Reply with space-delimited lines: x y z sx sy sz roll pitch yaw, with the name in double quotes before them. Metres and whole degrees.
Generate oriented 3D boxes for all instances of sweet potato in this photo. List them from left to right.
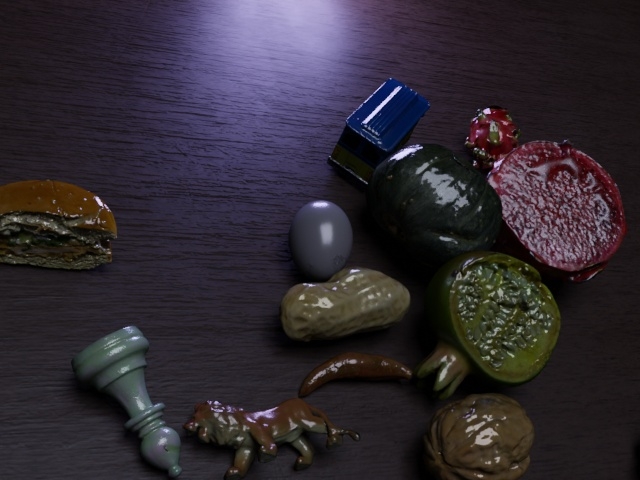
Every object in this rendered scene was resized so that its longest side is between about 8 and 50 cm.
"sweet potato" 0.069 0.271 1.572 0.255 0.058 0.078 -3 75 -22

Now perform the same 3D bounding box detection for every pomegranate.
"pomegranate" 0.336 0.195 1.660 0.358 0.216 0.310 -43 100 -9

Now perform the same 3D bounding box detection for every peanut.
"peanut" 0.049 0.137 1.609 0.313 0.152 0.152 -10 58 -28

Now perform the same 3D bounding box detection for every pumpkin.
"pumpkin" 0.275 -0.078 1.810 0.257 0.291 0.328 -37 84 -11

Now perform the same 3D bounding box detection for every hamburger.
"hamburger" -0.546 -0.046 1.488 0.282 0.144 0.157 6 50 -18

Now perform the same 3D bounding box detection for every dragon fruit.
"dragon fruit" 0.492 -0.290 2.168 0.166 0.160 0.172 35 41 -28
"dragon fruit" 0.573 -0.058 1.955 0.386 0.249 0.371 19 63 -4

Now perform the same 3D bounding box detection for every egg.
"egg" 0.000 0.000 1.699 0.146 0.146 0.199 15 55 -13

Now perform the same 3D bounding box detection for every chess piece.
"chess piece" -0.320 0.298 1.338 0.139 0.139 0.272 -26 78 -38

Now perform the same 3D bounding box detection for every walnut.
"walnut" 0.314 0.398 1.487 0.244 0.198 0.198 -4 54 -37

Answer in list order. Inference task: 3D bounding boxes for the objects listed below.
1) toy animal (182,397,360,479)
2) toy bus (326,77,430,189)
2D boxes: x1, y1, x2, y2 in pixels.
"toy animal" -0.099 0.349 1.406 0.312 0.097 0.158 -3 48 -29
"toy bus" 0.156 -0.285 1.988 0.138 0.175 0.288 35 47 6
